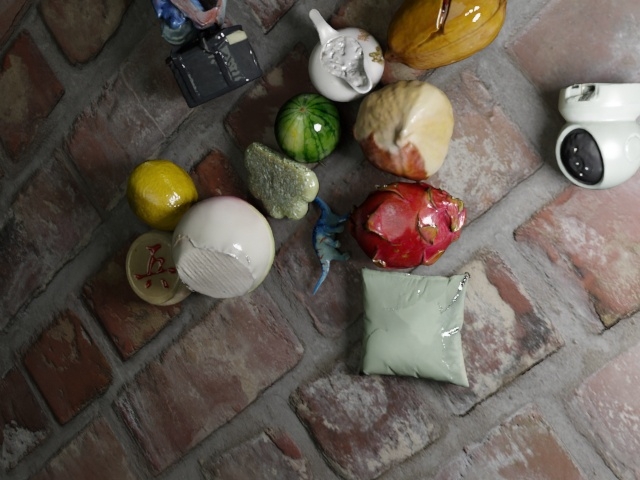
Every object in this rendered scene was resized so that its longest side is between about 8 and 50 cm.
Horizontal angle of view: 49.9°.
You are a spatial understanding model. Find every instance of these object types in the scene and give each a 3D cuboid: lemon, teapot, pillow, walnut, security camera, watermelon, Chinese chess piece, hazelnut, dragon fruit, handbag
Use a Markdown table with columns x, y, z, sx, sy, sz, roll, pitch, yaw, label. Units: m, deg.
| x | y | z | sx | sy | sz | roll | pitch | yaw | label |
| --- | --- | --- | --- | --- | --- | --- | --- | --- | --- |
| -0.488 | -0.141 | 2.115 | 0.260 | 0.204 | 0.204 | 45 | 113 | 16 | lemon |
| 0.058 | -0.477 | 1.813 | 0.204 | 0.139 | 0.298 | -39 | 68 | 6 | teapot |
| 0.242 | 0.227 | 1.821 | 0.310 | 0.119 | 0.312 | 2 | 96 | 24 | pillow |
| 0.289 | -0.524 | 1.679 | 0.336 | 0.209 | 0.209 | -25 | 84 | 35 | walnut |
| 0.630 | -0.231 | 1.540 | 0.194 | 0.194 | 0.236 | 4 | 102 | 27 | security camera |
| -0.033 | -0.302 | 1.882 | 0.188 | 0.215 | 0.188 | -2 | 69 | 5 | watermelon |
| -0.504 | 0.085 | 2.204 | 0.249 | 0.103 | 0.250 | 2 | 95 | 25 | Chinese chess piece |
| 0.213 | -0.277 | 1.719 | 0.261 | 0.241 | 0.261 | 4 | 100 | 21 | hazelnut |
| 0.208 | -0.037 | 1.749 | 0.315 | 0.250 | 0.250 | 9 | 100 | 19 | dragon fruit |
| -0.306 | -0.512 | 1.987 | 0.254 | 0.181 | 0.181 | -16 | 108 | 29 | handbag |

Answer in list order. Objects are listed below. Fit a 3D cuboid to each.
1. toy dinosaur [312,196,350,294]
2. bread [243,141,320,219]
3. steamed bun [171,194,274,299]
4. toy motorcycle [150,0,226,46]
| x | y | z | sx | sy | sz | roll | pitch | yaw | label |
| --- | --- | --- | --- | --- | --- | --- | --- | --- | --- |
| 0.024 | -0.012 | 1.937 | 0.144 | 0.076 | 0.329 | -5 | 91 | 35 | toy dinosaur |
| -0.122 | -0.154 | 1.970 | 0.286 | 0.056 | 0.207 | 27 | 127 | 35 | bread |
| -0.274 | -0.007 | 1.997 | 0.309 | 0.309 | 0.309 | 3 | 97 | 27 | steamed bun |
| -0.402 | -0.737 | 2.051 | 0.319 | 0.241 | 0.182 | 63 | 157 | 5 | toy motorcycle |
